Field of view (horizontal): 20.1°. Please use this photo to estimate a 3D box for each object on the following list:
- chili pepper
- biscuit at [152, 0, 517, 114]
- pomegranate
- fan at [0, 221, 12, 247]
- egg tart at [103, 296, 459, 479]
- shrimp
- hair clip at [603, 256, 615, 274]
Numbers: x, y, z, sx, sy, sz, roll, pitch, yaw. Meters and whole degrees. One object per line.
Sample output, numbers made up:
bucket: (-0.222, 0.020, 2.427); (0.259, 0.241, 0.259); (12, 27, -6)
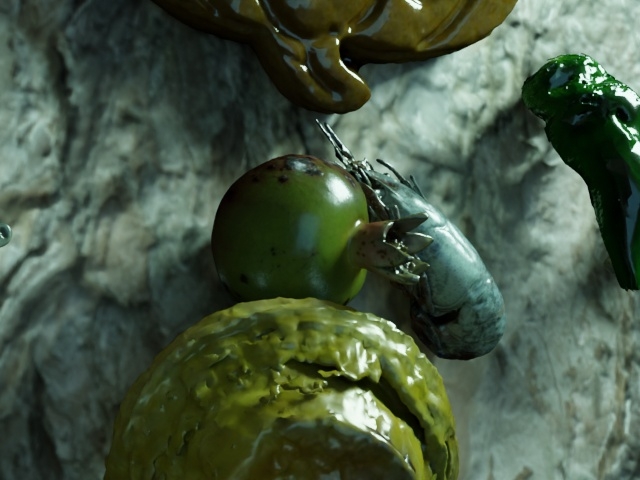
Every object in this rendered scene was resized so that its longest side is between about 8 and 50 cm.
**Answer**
chili pepper: (0.250, -0.054, 1.489); (0.098, 0.061, 0.224); (-24, 77, -21)
biscuit: (0.004, -0.273, 1.416); (0.394, 0.070, 0.350); (-2, 83, -29)
pomegranate: (-0.003, -0.007, 1.325); (0.129, 0.159, 0.129); (38, 40, -41)
fan: (-0.301, 0.045, 1.236); (0.220, 0.009, 0.132); (-33, 99, -28)
egg tart: (-0.017, 0.186, 1.271); (0.294, 0.123, 0.294); (-3, 100, -18)
shrimp: (0.066, -0.005, 1.411); (0.233, 0.079, 0.090); (54, 27, -9)
hair clip: (0.322, -0.039, 1.565); (0.214, 0.056, 0.062); (-32, 65, -28)
